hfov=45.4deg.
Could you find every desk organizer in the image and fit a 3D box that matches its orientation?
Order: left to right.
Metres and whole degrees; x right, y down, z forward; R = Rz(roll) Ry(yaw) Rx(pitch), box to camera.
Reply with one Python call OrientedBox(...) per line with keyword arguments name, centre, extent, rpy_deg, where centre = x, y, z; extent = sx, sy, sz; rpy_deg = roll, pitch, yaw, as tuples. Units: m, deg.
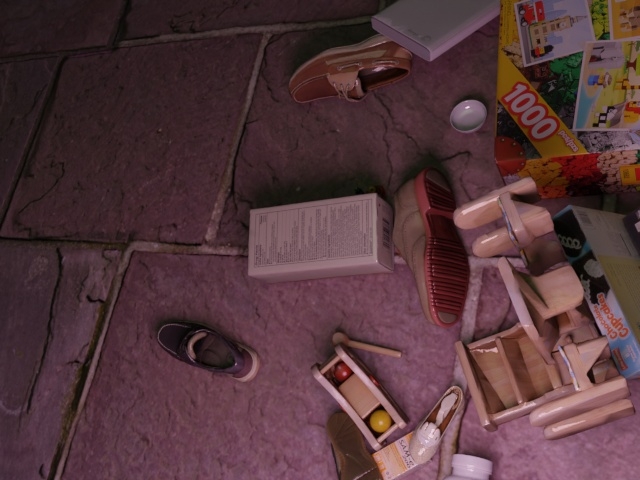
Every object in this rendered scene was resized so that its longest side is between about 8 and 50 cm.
OrientedBox(name="desk organizer", centre=(0.608, 0.005, 1.396), extent=(0.047, 0.050, 0.130), rpy_deg=(-44, 48, 40))

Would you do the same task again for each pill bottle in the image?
OrientedBox(name="pill bottle", centre=(0.259, 0.481, 1.360), extent=(0.103, 0.103, 0.184), rpy_deg=(3, 68, 27))

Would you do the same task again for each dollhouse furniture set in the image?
OrientedBox(name="dollhouse furniture set", centre=(0.335, 0.166, 1.298), extent=(0.256, 0.394, 0.362), rpy_deg=(-24, 58, 14))

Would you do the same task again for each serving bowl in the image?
OrientedBox(name="serving bowl", centre=(0.337, -0.275, 1.728), extent=(0.083, 0.027, 0.083), rpy_deg=(-10, 62, 21))

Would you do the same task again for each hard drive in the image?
OrientedBox(name="hard drive", centre=(0.301, -0.553, 1.811), extent=(0.307, 0.040, 0.203), rpy_deg=(-36, 54, -18))

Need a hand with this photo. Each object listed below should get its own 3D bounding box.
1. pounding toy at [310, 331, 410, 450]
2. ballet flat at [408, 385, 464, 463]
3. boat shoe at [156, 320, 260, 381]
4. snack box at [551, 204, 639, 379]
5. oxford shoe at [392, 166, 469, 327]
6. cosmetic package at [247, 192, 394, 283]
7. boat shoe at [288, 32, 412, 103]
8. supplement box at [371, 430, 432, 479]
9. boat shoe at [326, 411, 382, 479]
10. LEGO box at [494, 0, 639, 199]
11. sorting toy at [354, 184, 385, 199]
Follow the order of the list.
OrientedBox(name="pounding toy", centre=(0.091, 0.266, 1.513), extent=(0.155, 0.154, 0.269), rpy_deg=(-42, 56, 3))
OrientedBox(name="ballet flat", centre=(0.218, 0.344, 1.450), extent=(0.057, 0.052, 0.168), rpy_deg=(27, 64, 22))
OrientedBox(name="boat shoe", centre=(-0.269, 0.240, 1.735), extent=(0.285, 0.092, 0.103), rpy_deg=(19, 76, 31))
OrientedBox(name="snack box", centre=(0.547, 0.091, 1.360), extent=(0.060, 0.187, 0.322), rpy_deg=(-48, 46, 42))
OrientedBox(name="oxford shoe", centre=(0.223, 0.025, 1.611), extent=(0.130, 0.123, 0.348), rpy_deg=(-27, 55, 44))
OrientedBox(name="cosmetic package", centre=(0.000, 0.000, 1.697), extent=(0.309, 0.113, 0.160), rpy_deg=(-6, 74, 24))
OrientedBox(name="boat shoe", centre=(0.071, -0.402, 1.863), extent=(0.324, 0.123, 0.116), rpy_deg=(-20, 62, 18))
OrientedBox(name="supplement box", centre=(0.158, 0.421, 1.478), extent=(0.098, 0.036, 0.062), rpy_deg=(-33, 57, 8))
OrientedBox(name="boat shoe", centre=(0.070, 0.446, 1.488), extent=(0.080, 0.073, 0.224), rpy_deg=(-19, 55, -4))
OrientedBox(name="LEGO box", centre=(0.563, -0.349, 1.554), extent=(0.372, 0.193, 0.500), rpy_deg=(-4, 65, 25))
OrientedBox(name="sorting toy", centre=(0.099, -0.096, 1.748), extent=(0.102, 0.042, 0.061), rpy_deg=(-39, 56, 4))
